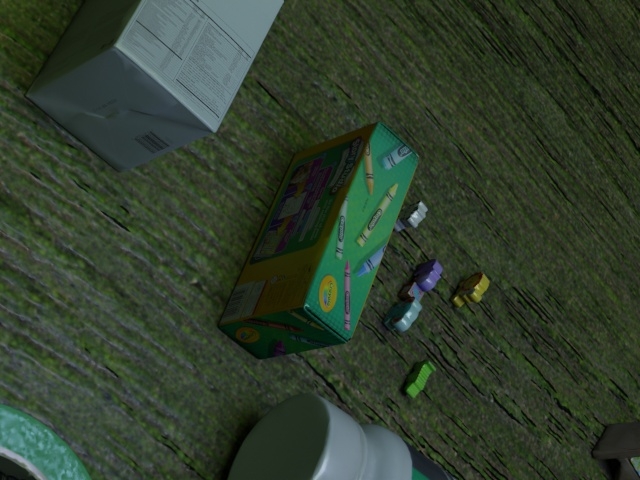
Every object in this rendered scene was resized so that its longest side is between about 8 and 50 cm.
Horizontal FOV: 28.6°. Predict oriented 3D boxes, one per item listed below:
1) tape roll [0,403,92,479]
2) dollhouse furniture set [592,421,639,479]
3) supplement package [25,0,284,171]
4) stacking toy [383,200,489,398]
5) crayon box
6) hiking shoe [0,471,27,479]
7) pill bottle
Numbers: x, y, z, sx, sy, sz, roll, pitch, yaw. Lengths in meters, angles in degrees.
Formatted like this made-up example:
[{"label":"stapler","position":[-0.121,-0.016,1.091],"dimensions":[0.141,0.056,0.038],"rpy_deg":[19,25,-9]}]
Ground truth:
[{"label":"tape roll","position":[-0.356,0.314,1.200],"dimensions":[0.321,0.077,0.321],"rpy_deg":[11,73,-39]},{"label":"dollhouse furniture set","position":[0.619,0.405,1.901],"dimensions":[0.362,0.256,0.394],"rpy_deg":[54,51,-17]},{"label":"supplement package","position":[-0.183,-0.215,1.404],"dimensions":[0.149,0.194,0.203],"rpy_deg":[41,56,-27]},{"label":"stacking toy","position":[0.129,0.075,1.698],"dimensions":[0.167,0.052,0.221],"rpy_deg":[49,53,-21]},{"label":"crayon box","position":[0.000,0.000,1.528],"dimensions":[0.081,0.165,0.278],"rpy_deg":[39,57,-27]},{"label":"hiking shoe","position":[-0.297,0.253,1.174],"dimensions":[0.114,0.086,0.227],"rpy_deg":[-44,114,-53]},{"label":"pill bottle","position":[0.074,0.343,1.479],"dimensions":[0.361,0.204,0.204],"rpy_deg":[39,57,-28]}]
